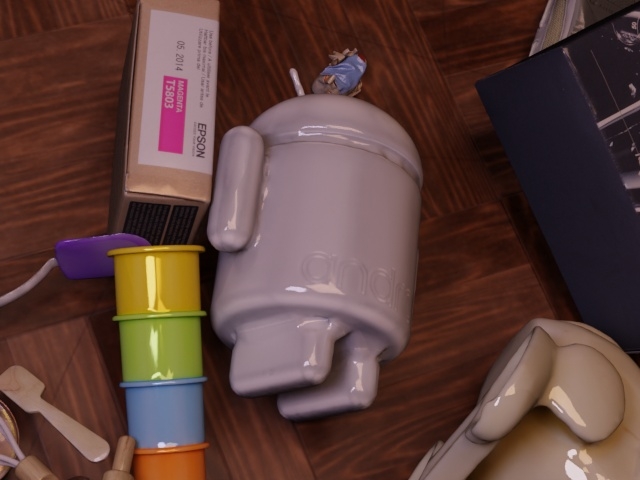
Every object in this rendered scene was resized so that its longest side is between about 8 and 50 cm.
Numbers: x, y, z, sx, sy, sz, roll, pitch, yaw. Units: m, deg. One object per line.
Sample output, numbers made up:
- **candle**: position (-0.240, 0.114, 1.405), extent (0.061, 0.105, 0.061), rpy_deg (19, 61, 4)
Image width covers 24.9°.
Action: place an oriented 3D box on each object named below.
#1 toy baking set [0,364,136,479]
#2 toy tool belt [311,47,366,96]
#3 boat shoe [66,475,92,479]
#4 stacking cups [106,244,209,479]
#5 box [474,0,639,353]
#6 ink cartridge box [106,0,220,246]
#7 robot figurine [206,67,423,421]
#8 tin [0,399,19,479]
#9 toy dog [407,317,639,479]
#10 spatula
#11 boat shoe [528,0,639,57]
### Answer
- **toy baking set**: position (-0.264, 0.225, 1.311), extent (0.196, 0.030, 0.256), rpy_deg (8, 56, 9)
- **toy tool belt**: position (0.029, -0.192, 1.652), extent (0.052, 0.051, 0.083), rpy_deg (42, 62, 5)
- **boat shoe**: position (-0.235, 0.345, 1.320), extent (0.095, 0.095, 0.257), rpy_deg (40, 49, -33)
- **stacking cups**: position (-0.152, 0.164, 1.378), extent (0.096, 0.096, 0.316), rpy_deg (-1, 88, -16)
- **box**: position (0.396, -0.095, 1.585), extent (0.312, 0.179, 0.343), rpy_deg (-28, 95, -24)
- **ink cartridge box**: position (-0.162, -0.104, 1.477), extent (0.088, 0.193, 0.235), rpy_deg (7, 65, -12)
- **robot figurine**: position (0.000, 0.000, 1.470), extent (0.300, 0.199, 0.353), rpy_deg (34, 52, -45)
- **tin**: position (-0.365, 0.221, 1.357), extent (0.106, 0.040, 0.190), rpy_deg (39, 61, 9)
- **toy dog**: position (0.303, 0.287, 1.414), extent (0.408, 0.284, 0.395), rpy_deg (38, 27, 5)
- **spatula**: position (-0.307, 0.050, 1.420), extent (0.296, 0.084, 0.030), rpy_deg (-20, 62, -10)
- **boat shoe**: position (0.291, -0.195, 1.712), extent (0.118, 0.103, 0.320), rpy_deg (25, 66, -20)
